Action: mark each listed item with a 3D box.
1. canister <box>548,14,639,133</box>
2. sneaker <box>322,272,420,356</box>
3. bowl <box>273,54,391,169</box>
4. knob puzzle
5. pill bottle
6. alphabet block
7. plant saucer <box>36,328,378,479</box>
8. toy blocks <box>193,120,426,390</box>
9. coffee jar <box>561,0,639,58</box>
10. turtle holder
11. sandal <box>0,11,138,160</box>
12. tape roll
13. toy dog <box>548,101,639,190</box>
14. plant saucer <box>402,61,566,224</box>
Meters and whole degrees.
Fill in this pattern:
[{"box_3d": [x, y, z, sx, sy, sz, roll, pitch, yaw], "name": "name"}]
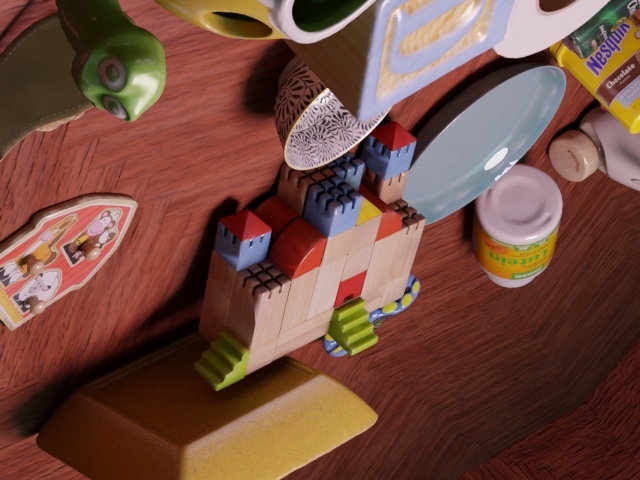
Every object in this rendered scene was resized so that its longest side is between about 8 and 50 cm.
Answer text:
[{"box_3d": [0.422, -0.246, 2.081, 0.126, 0.170, 0.073, -40, 160, -2], "name": "canister"}, {"box_3d": [0.077, 0.114, 2.393, 0.188, 0.067, 0.078, -40, -179, -5], "name": "sneaker"}, {"box_3d": [0.005, -0.166, 1.658, 0.170, 0.080, 0.170, -34, 158, -15], "name": "bowl"}, {"box_3d": [-0.276, 0.018, 1.620, 0.213, 0.030, 0.213, -34, 158, -16], "name": "knob puzzle"}, {"box_3d": [0.315, -0.014, 2.415, 0.136, 0.136, 0.245, -36, 159, -11], "name": "pill bottle"}, {"box_3d": [0.056, -0.265, 1.380, 0.192, 0.197, 0.193, -31, 157, -22], "name": "alphabet block"}, {"box_3d": [-0.153, 0.214, 1.926, 0.333, 0.333, 0.081, -26, 120, -35], "name": "plant saucer"}, {"box_3d": [0.000, 0.000, 1.900, 0.381, 0.191, 0.260, -25, 143, -36], "name": "toy blocks"}, {"box_3d": [0.390, -0.332, 1.982, 0.184, 0.079, 0.096, -43, 159, 5], "name": "coffee jar"}, {"box_3d": [-0.070, -0.258, 1.134, 0.320, 0.227, 0.243, -33, 159, -19], "name": "turtle holder"}, {"box_3d": [-0.256, -0.132, 1.323, 0.240, 0.088, 0.079, -37, -168, 12], "name": "sandal"}, {"box_3d": [0.274, -0.347, 1.727, 0.286, 0.100, 0.286, -34, 159, -15], "name": "tape roll"}, {"box_3d": [0.526, -0.142, 2.344, 0.220, 0.334, 0.161, -56, 153, -36], "name": "toy dog"}, {"box_3d": [0.215, -0.142, 2.120, 0.318, 0.043, 0.317, -35, 158, -16], "name": "plant saucer"}]
